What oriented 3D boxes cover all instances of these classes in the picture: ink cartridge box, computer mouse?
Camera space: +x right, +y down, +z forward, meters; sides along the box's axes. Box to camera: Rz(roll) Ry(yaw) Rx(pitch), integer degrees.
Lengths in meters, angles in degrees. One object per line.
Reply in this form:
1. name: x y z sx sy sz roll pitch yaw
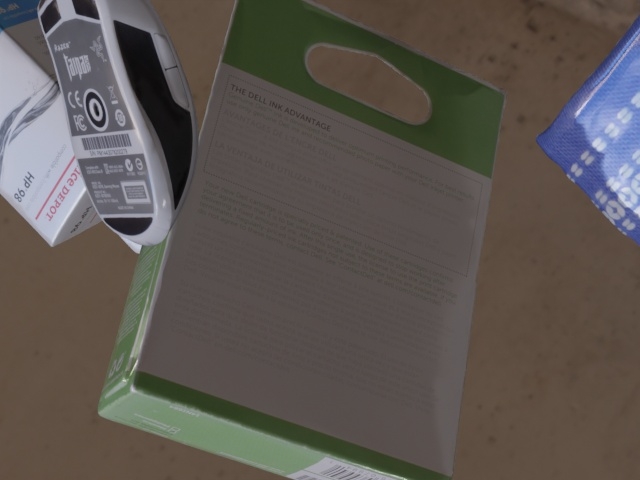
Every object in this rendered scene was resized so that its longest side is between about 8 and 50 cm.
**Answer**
1. ink cartridge box: -0.176 -0.073 0.857 0.180 0.060 0.104 45 125 8
2. computer mouse: -0.091 -0.093 0.561 0.106 0.042 0.193 3 111 50
3. ink cartridge box: 0.000 0.000 0.656 0.171 0.235 0.056 21 151 -20

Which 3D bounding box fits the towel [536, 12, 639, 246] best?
1. towel: 0.245 0.004 0.304 0.336 0.040 0.243 42 130 8
